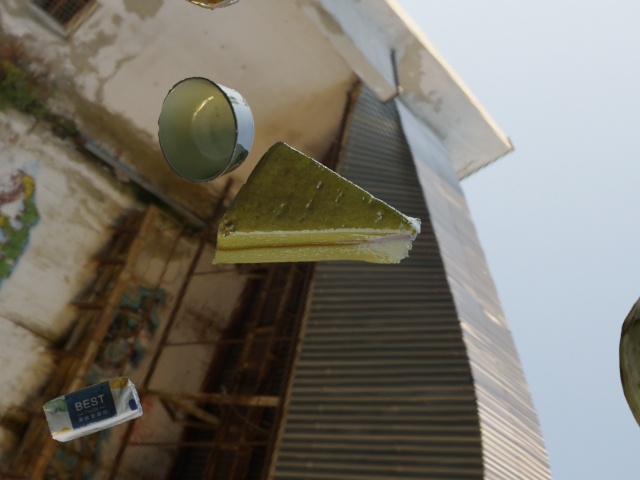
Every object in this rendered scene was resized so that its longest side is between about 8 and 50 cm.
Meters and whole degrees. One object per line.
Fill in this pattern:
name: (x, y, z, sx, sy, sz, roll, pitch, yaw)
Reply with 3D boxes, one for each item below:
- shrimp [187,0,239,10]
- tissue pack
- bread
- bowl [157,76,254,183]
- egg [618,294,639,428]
shrimp: (-0.145, -0.385, 1.040, 0.051, 0.115, 0.217, 123, -36, -65)
tissue pack: (-0.217, 0.161, 0.790, 0.062, 0.083, 0.042, 121, -50, -74)
bread: (0.000, 0.000, 1.656, 0.245, 0.361, 0.233, -62, 180, -21)
bowl: (-0.213, -0.221, 1.652, 0.211, 0.112, 0.211, 6, -80, 35)
egg: (0.537, 0.183, 0.967, 0.379, 0.287, 0.287, 35, -92, 12)
